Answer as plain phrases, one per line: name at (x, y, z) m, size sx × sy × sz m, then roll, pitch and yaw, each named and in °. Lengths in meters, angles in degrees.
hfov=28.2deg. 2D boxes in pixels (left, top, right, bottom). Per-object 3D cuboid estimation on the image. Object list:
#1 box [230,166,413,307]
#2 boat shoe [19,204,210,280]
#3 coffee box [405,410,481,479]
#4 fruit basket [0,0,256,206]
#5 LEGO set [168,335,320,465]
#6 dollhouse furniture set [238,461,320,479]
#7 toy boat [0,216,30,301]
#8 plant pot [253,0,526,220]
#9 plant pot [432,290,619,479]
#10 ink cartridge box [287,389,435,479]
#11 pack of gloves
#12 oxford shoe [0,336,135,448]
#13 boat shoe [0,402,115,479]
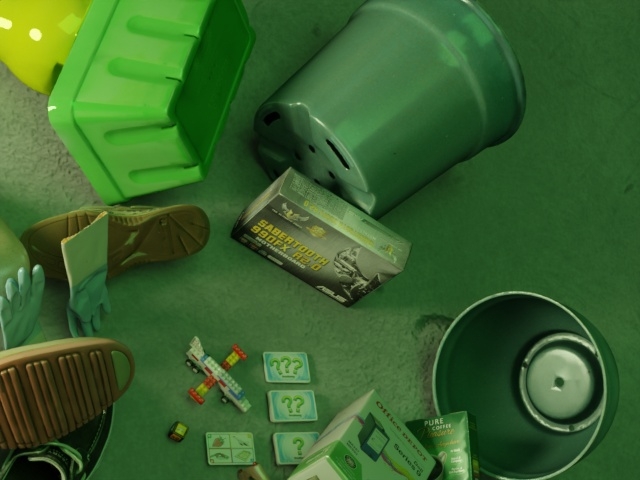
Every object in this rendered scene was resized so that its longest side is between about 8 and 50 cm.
box at (0.000, 0.000, 1.972) m, size 0.231 × 0.183 × 0.056 m, roll 32°, pitch 58°, yaw -14°
boat shoe at (-0.307, 0.000, 1.874) m, size 0.285 × 0.089 × 0.105 m, roll -5°, pitch 98°, yaw -28°
coffee box at (0.192, 0.362, 1.965) m, size 0.040 × 0.113 × 0.184 m, roll 28°, pitch 52°, yaw -51°
fruit basket at (-0.325, -0.269, 1.910) m, size 0.392 × 0.283 × 0.392 m, roll -8°, pitch 55°, yaw 12°
LEGO set at (-0.109, 0.240, 1.888) m, size 0.244 × 0.060 × 0.182 m, roll 4°, pitch 64°, yaw -27°
dollhouse furniture set at (-0.086, 0.383, 1.760) m, size 0.129 × 0.183 × 0.129 m, roll -30°, pitch 85°, yaw -35°
toy boat at (-0.555, 0.024, 1.667) m, size 0.267 × 0.148 × 0.318 m, roll 43°, pitch 31°, yaw 12°
plant pot at (0.095, -0.203, 2.043) m, size 0.334 × 0.341 × 0.341 m, roll -41°, pitch 92°, yaw -27°
plant pot at (0.354, 0.230, 2.034) m, size 0.196 × 0.293 × 0.293 m, roll 6°, pitch 64°, yaw -55°
ink cartridge box at (0.064, 0.340, 1.872) m, size 0.154 × 0.093 × 0.212 m, roll 51°, pitch 28°, yaw -2°
pack of gloves at (-0.368, 0.083, 1.733) m, size 0.046 × 0.232 × 0.195 m, roll 31°, pitch 50°, yaw 22°
oxford shoe at (-0.439, 0.189, 1.632) m, size 0.397 × 0.146 × 0.140 m, roll -14°, pitch 120°, yaw -19°
boat shoe at (-0.359, 0.309, 1.681) m, size 0.121 × 0.119 × 0.335 m, roll 34°, pitch 57°, yaw -12°
